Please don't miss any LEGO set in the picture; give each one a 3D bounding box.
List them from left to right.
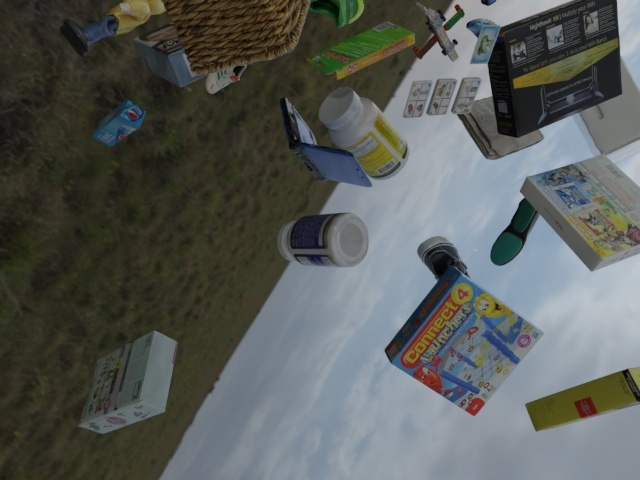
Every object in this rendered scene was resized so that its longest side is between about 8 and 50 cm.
[{"bbox_3d":[0.253,-0.366,0.992,0.182,0.060,0.244,-11,134,-26],"label":"LEGO set"}]

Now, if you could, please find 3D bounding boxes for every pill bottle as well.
[{"bbox_3d":[0.000,0.000,1.471,0.264,0.153,0.153,-1,-130,48],"label":"pill bottle"},{"bbox_3d":[0.148,-0.363,1.727,0.188,0.334,0.188,-22,-129,30],"label":"pill bottle"}]

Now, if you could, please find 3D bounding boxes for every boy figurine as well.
[{"bbox_3d":[-0.490,-0.564,1.256,0.285,0.092,0.177,-44,-154,-20],"label":"boy figurine"}]

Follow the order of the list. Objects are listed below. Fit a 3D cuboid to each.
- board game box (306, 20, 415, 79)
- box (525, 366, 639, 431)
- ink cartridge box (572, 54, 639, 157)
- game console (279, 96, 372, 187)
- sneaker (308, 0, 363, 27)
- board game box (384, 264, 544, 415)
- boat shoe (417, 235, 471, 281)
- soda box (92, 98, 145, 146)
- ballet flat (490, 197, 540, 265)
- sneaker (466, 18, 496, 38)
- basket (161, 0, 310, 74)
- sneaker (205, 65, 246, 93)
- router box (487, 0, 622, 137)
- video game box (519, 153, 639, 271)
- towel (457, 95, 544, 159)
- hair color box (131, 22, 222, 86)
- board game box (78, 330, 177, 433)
[{"bbox_3d":[0.102,-0.489,1.308,0.259,0.124,0.039,-27,135,-14],"label":"board game box"},{"bbox_3d":[0.497,0.293,0.930,0.232,0.087,0.058,-46,-131,47],"label":"box"},{"bbox_3d":[0.917,-0.405,1.623,0.166,0.285,0.395,-28,169,26],"label":"ink cartridge box"},{"bbox_3d":[0.022,-0.289,1.532,0.173,0.250,0.293,-17,162,13],"label":"game console"},{"bbox_3d":[-0.012,-0.718,1.409,0.123,0.295,0.109,-49,-177,-14],"label":"sneaker"},{"bbox_3d":[0.389,0.277,1.389,0.308,0.302,0.086,-55,-167,9],"label":"board game box"},{"bbox_3d":[0.379,0.087,1.500,0.108,0.301,0.102,-31,-128,12],"label":"boat shoe"},{"bbox_3d":[-0.664,-0.383,1.667,0.210,0.071,0.067,-14,-126,42],"label":"soda box"},{"bbox_3d":[0.526,-0.023,1.342,0.068,0.072,0.213,-10,131,-44],"label":"ballet flat"},{"bbox_3d":[0.486,-0.578,1.463,0.073,0.162,0.063,-61,-165,3],"label":"sneaker"},{"bbox_3d":[-0.159,-0.506,1.073,0.299,0.223,0.213,-1,-146,34],"label":"basket"},{"bbox_3d":[-0.306,-0.533,1.647,0.161,0.075,0.057,-42,144,5],"label":"sneaker"},{"bbox_3d":[0.549,-0.410,1.187,0.308,0.243,0.081,-23,-155,-10],"label":"router box"},{"bbox_3d":[0.500,-0.056,0.913,0.187,0.205,0.048,-15,144,-17],"label":"video game box"},{"bbox_3d":[0.532,-0.342,1.487,0.282,0.187,0.049,-23,168,-35],"label":"towel"},{"bbox_3d":[-0.492,-0.652,1.751,0.185,0.374,0.114,-33,130,-20],"label":"hair color box"},{"bbox_3d":[-0.585,0.436,1.548,0.303,0.097,0.224,-26,-136,28],"label":"board game box"}]
